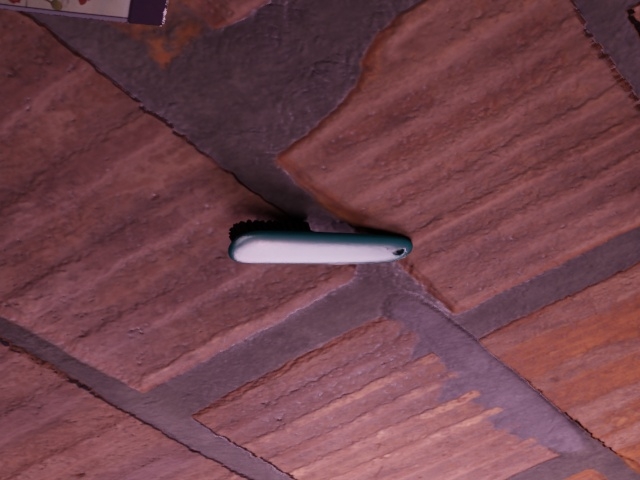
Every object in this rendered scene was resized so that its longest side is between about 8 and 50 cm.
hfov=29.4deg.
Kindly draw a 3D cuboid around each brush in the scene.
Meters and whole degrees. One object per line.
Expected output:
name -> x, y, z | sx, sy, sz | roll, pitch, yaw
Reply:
brush -> 0.000, 0.000, 1.152 | 0.193, 0.032, 0.043 | 0, 137, -28

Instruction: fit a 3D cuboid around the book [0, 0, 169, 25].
book -> -0.211, -0.224, 0.844 | 0.231, 0.026, 0.157 | 4, 139, -14
